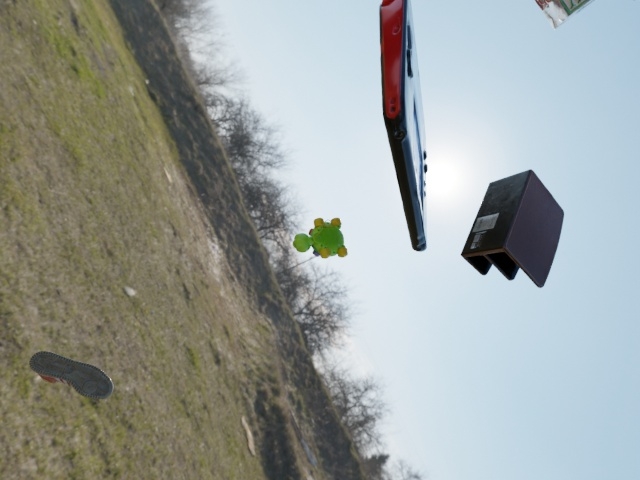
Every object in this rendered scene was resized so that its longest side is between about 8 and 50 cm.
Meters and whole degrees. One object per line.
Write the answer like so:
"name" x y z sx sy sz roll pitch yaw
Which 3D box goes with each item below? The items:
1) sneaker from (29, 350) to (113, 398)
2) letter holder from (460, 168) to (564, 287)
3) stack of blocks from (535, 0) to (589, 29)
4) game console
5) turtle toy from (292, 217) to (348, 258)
"sneaker" -0.368 0.201 0.612 0.118 0.042 0.067 33 -33 -15
"letter holder" 0.595 -0.021 1.250 0.214 0.302 0.152 40 -26 -18
"stack of blocks" 0.524 -0.506 0.694 0.171 0.297 0.087 55 17 -1
"game console" 0.170 -0.212 0.777 0.387 0.060 0.343 60 28 -53
"turtle toy" 0.000 0.000 0.930 0.066 0.130 0.095 -27 -110 52
